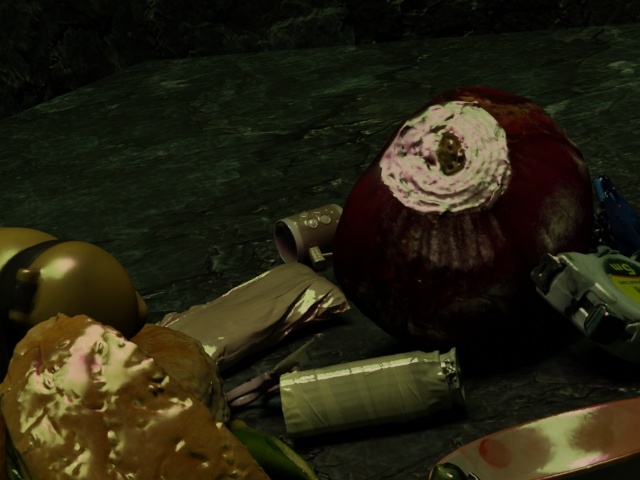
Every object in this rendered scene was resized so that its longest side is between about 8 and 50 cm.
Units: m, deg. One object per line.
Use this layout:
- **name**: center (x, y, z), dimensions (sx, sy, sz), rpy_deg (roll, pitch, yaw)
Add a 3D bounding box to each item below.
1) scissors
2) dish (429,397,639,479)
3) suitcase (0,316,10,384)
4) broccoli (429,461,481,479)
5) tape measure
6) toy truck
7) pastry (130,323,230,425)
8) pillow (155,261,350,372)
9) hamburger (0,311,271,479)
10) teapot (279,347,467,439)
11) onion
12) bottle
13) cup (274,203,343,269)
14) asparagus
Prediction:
- **scissors**: center (-0.042, 0.148, 1.957), dimensions (0.110, 0.021, 0.212), rpy_deg (-20, -12, -31)
- **dish**: center (0.233, 0.216, 1.538), dimensions (0.260, 0.085, 0.260), rpy_deg (-16, 3, 1)
- **suitcase**: center (-0.418, 0.178, 1.719), dimensions (0.152, 0.335, 0.229), rpy_deg (-17, 11, -41)
- **broccoli**: center (0.104, 0.256, 1.411), dimensions (0.154, 0.160, 0.167), rpy_deg (-8, 29, -44)
- **tape measure**: center (0.392, 0.070, 1.971), dimensions (0.330, 0.084, 0.164), rpy_deg (0, 46, -44)
- **toy truck**: center (0.329, -0.011, 2.208), dimensions (0.208, 0.126, 0.113), rpy_deg (-10, 16, 6)
- **pastry**: center (-0.253, 0.190, 1.893), dimensions (0.329, 0.136, 0.330), rpy_deg (-17, 18, 6)
- **pillow**: center (-0.091, 0.102, 2.237), dimensions (0.270, 0.067, 0.173), rpy_deg (-24, 25, -32)
- **hamburger**: center (-0.193, 0.236, 1.564), dimensions (0.209, 0.330, 0.162), rpy_deg (-46, -9, -33)
- **teapot**: center (0.061, 0.168, 1.901), dimensions (0.200, 0.077, 0.107), rpy_deg (-10, -2, 8)
- **onion**: center (0.194, -0.017, 2.026), dimensions (0.260, 0.282, 0.336), rpy_deg (34, 62, 28)
- **bottle**: center (-0.328, 0.071, 1.830), dimensions (0.171, 0.172, 0.351), rpy_deg (-25, 17, -37)
- **cup**: center (-0.002, -0.008, 2.528), dimensions (0.099, 0.074, 0.102), rpy_deg (-20, 18, -26)
- **asparagus**: center (-0.052, 0.229, 1.825), dimensions (0.045, 0.041, 0.178), rpy_deg (-17, 17, -34)
